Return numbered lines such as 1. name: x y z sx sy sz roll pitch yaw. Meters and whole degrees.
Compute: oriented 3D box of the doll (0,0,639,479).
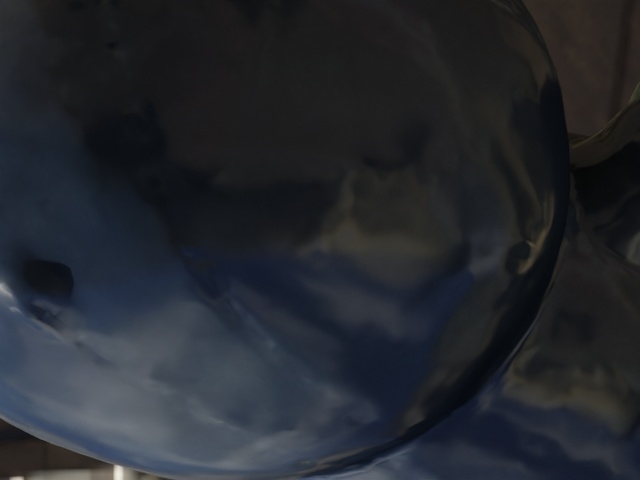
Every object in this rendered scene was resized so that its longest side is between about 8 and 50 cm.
1. doll: 0.000 0.000 0.514 0.258 0.228 0.154 33 -135 -36
